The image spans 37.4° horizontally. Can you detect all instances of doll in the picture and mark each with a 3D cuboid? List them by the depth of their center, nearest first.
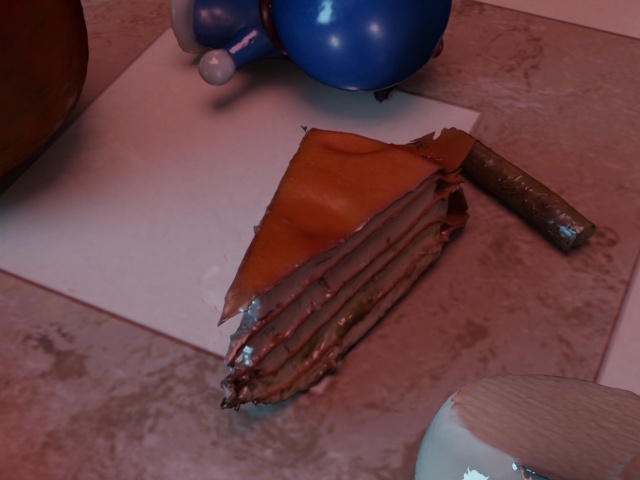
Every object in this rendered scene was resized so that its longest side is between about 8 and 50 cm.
[{"bbox_3d":[-0.007,-0.208,0.855,0.256,0.161,0.215,10,59,34],"label":"doll"}]

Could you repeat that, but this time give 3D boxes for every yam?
[{"bbox_3d":[0.156,-0.042,0.756,0.032,0.032,0.145,-31,54,-24],"label":"yam"}]

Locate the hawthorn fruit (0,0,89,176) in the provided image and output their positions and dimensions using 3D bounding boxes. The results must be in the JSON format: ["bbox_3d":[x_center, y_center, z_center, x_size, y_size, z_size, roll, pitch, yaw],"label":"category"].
[{"bbox_3d":[-0.304,-0.200,0.695,0.284,0.369,0.285,13,47,-14],"label":"hawthorn fruit"}]

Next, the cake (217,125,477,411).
[{"bbox_3d":[0.000,0.005,0.677,0.135,0.098,0.287,25,48,22],"label":"cake"}]

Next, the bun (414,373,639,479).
[{"bbox_3d":[0.135,0.150,0.512,0.172,0.120,0.173,7,13,-2],"label":"bun"}]
